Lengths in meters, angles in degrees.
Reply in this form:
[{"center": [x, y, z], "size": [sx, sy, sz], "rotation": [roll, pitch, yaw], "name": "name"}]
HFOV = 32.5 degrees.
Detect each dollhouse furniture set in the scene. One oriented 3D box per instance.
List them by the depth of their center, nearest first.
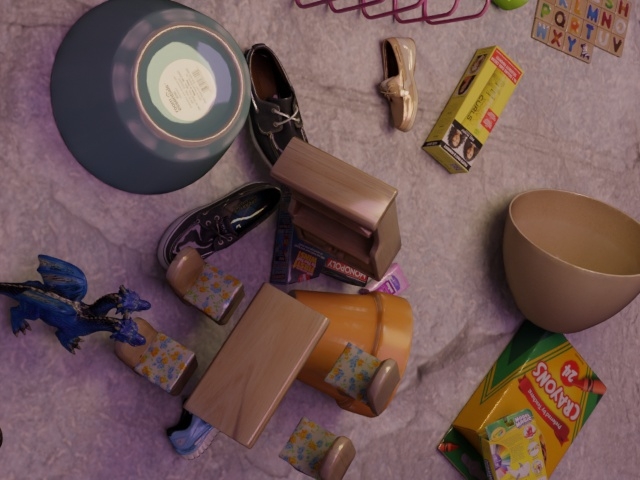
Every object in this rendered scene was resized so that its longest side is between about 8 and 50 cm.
[{"center": [-0.051, 0.095, 1.580], "size": [0.362, 0.256, 0.394], "rotation": [29, 76, 16], "name": "dollhouse furniture set"}]

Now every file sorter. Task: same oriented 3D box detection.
[{"center": [0.122, -0.465, 1.825], "size": [0.291, 0.202, 0.182], "rotation": [1, 93, -31], "name": "file sorter"}]

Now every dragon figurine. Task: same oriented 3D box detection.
[{"center": [-0.379, 0.080, 1.542], "size": [0.289, 0.144, 0.085], "rotation": [26, 52, -10], "name": "dragon figurine"}]

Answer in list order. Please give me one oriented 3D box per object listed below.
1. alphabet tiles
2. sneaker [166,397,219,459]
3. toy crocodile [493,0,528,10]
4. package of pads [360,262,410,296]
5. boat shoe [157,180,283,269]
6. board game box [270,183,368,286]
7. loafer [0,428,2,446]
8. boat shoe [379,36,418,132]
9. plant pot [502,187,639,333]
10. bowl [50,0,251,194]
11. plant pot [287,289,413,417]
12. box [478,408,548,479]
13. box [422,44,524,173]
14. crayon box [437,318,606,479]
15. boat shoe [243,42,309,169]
[{"center": [0.524, -0.457, 2.175], "size": [0.237, 0.009, 0.198], "rotation": [16, 82, -30], "name": "alphabet tiles"}, {"center": [-0.178, 0.266, 1.731], "size": [0.073, 0.063, 0.162], "rotation": [47, 68, -19], "name": "sneaker"}, {"center": [0.395, -0.591, 2.052], "size": [0.115, 0.105, 0.340], "rotation": [19, 76, -29], "name": "toy crocodile"}, {"center": [0.114, 0.081, 1.921], "size": [0.083, 0.032, 0.050], "rotation": [-38, 106, -25], "name": "package of pads"}, {"center": [-0.152, -0.024, 1.734], "size": [0.228, 0.076, 0.080], "rotation": [-31, 105, -27], "name": "boat shoe"}, {"center": [0.000, 0.000, 1.835], "size": [0.194, 0.060, 0.194], "rotation": [25, 78, -29], "name": "board game box"}, {"center": [-0.514, 0.220, 1.518], "size": [0.080, 0.078, 0.220], "rotation": [-49, 114, -21], "name": "loafer"}, {"center": [0.131, -0.273, 1.914], "size": [0.059, 0.063, 0.170], "rotation": [3, 79, -28], "name": "boat shoe"}, {"center": [0.454, 0.059, 2.015], "size": [0.284, 0.284, 0.190], "rotation": [-6, 126, -31], "name": "plant pot"}, {"center": [-0.227, -0.226, 1.638], "size": [0.312, 0.163, 0.311], "rotation": [0, 89, -31], "name": "bowl"}, {"center": [0.024, 0.166, 1.787], "size": [0.188, 0.205, 0.205], "rotation": [17, 81, -14], "name": "plant pot"}, {"center": [0.345, 0.393, 1.965], "size": [0.105, 0.043, 0.179], "rotation": [-19, 107, -21], "name": "box"}, {"center": [0.280, -0.238, 2.001], "size": [0.087, 0.058, 0.232], "rotation": [39, 71, -24], "name": "box"}, {"center": [0.383, 0.331, 2.058], "size": [0.202, 0.081, 0.318], "rotation": [48, 69, -23], "name": "crayon box"}, {"center": [-0.070, -0.201, 1.751], "size": [0.084, 0.079, 0.233], "rotation": [-19, 86, -23], "name": "boat shoe"}]
